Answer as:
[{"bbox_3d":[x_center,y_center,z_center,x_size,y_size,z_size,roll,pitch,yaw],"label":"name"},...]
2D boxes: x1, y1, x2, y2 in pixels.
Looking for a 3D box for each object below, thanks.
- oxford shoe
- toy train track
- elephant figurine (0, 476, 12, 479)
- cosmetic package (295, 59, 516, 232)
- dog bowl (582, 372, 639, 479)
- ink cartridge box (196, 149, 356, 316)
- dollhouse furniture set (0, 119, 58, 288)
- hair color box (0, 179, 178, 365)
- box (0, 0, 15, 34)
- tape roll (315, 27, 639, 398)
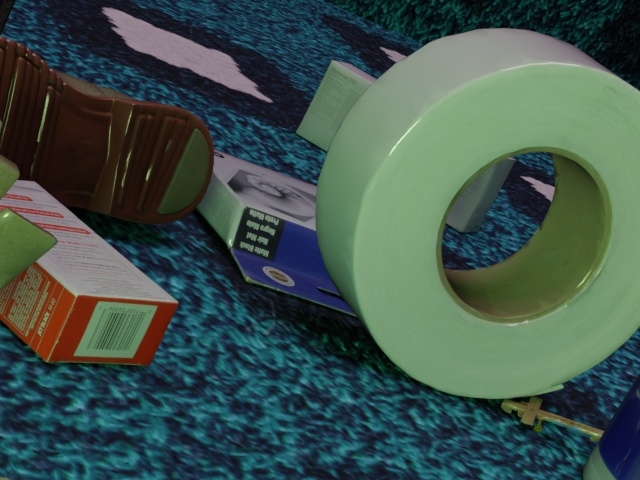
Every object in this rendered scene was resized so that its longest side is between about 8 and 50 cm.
[{"bbox_3d":[-0.243,-0.085,1.317,0.130,0.123,0.348,18,-1,42],"label":"oxford shoe"},{"bbox_3d":[0.184,0.146,1.395,0.083,0.014,0.048,17,25,12],"label":"toy train track"},{"bbox_3d":[-0.115,0.157,0.571,0.239,0.169,0.186,13,-18,9],"label":"elephant figurine"},{"bbox_3d":[0.097,-0.109,2.010,0.239,0.099,0.060,33,15,22],"label":"cosmetic package"},{"bbox_3d":[0.338,0.196,1.317,0.265,0.104,0.265,25,13,-6],"label":"dog bowl"},{"bbox_3d":[0.000,0.000,1.542,0.223,0.045,0.224,19,16,-29],"label":"ink cartridge box"},{"bbox_3d":[-0.296,-0.082,0.907,0.259,0.135,0.262,37,15,-52],"label":"dollhouse furniture set"},{"bbox_3d":[-0.182,0.017,1.134,0.167,0.053,0.093,38,19,35],"label":"hair color box"},{"bbox_3d":[-0.344,-0.226,1.447,0.143,0.191,0.381,25,13,-5],"label":"box"},{"bbox_3d":[0.143,-0.019,1.383,0.286,0.286,0.100,20,15,-26],"label":"tape roll"}]
